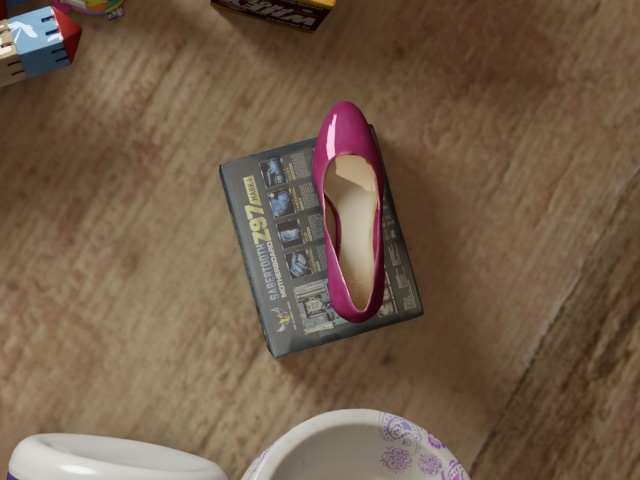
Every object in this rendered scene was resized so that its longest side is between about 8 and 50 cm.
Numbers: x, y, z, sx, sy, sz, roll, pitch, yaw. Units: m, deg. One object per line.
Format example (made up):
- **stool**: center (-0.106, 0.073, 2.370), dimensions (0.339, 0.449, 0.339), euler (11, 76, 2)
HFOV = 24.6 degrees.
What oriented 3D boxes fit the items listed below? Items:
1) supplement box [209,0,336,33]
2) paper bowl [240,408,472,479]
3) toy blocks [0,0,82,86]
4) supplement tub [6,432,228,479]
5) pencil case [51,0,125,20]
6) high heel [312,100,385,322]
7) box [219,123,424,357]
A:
- **supplement box**: center (-0.035, -0.348, 1.615), dimensions (0.129, 0.194, 0.191), euler (14, 88, -6)
- **paper bowl**: center (0.032, 0.338, 1.620), dimensions (0.284, 0.148, 0.284), euler (6, 69, -15)
- **toy blocks**: center (-0.415, -0.292, 1.561), dimensions (0.260, 0.191, 0.381), euler (-19, 65, -6)
- **supplement tub**: center (-0.237, 0.389, 1.567), dimensions (0.241, 0.241, 0.331), euler (10, 89, -6)
- **pencil case**: center (-0.240, -0.308, 1.578), dimensions (0.104, 0.236, 0.104), euler (2, 83, -13)
- **high heel**: center (0.034, -0.033, 1.600), dimensions (0.082, 0.117, 0.244), euler (4, 89, -7)
- **box**: center (0.000, 0.000, 1.686), dimensions (0.183, 0.059, 0.233), euler (-16, 92, -7)
